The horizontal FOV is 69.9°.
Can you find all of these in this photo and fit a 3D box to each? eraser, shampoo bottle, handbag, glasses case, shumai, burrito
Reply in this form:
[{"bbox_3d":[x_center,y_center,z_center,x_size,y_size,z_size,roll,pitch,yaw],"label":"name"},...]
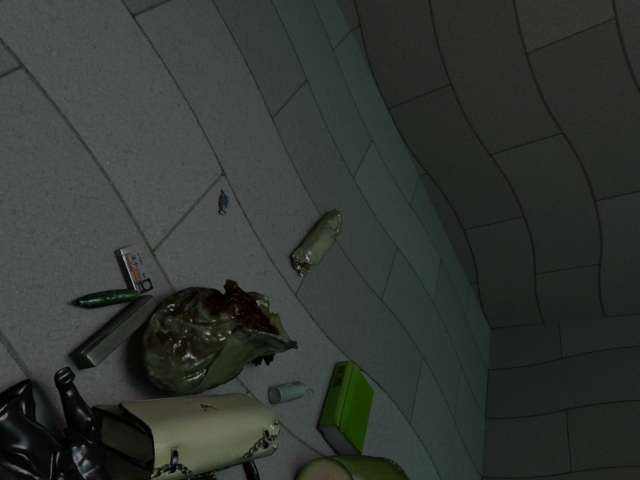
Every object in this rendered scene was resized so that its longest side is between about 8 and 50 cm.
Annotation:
[{"bbox_3d":[-0.453,0.073,1.116,0.052,0.029,0.122,-29,102,-57],"label":"eraser"},{"bbox_3d":[-0.087,0.490,1.495,0.195,0.056,0.056,13,68,-56],"label":"shampoo bottle"},{"bbox_3d":[-0.292,0.431,1.018,0.358,0.236,0.160,19,74,-53],"label":"handbag"},{"bbox_3d":[-0.456,0.200,1.028,0.047,0.070,0.205,60,36,-16],"label":"glasses case"},{"bbox_3d":[-0.227,0.250,1.102,0.330,0.288,0.292,-10,106,-63],"label":"shumai"},{"bbox_3d":[0.000,0.000,1.800,0.392,0.076,0.117,-51,127,-49],"label":"burrito"},{"bbox_3d":[0.099,0.622,1.699,0.210,0.092,0.274,57,36,-26],"label":"eraser"}]

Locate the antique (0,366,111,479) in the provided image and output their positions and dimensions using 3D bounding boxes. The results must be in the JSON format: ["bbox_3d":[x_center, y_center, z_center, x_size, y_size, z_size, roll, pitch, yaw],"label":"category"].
[{"bbox_3d":[-0.518,0.396,0.765,0.255,0.185,0.322,62,35,-8],"label":"antique"}]

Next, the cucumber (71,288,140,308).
[{"bbox_3d":[-0.486,0.131,1.037,0.155,0.037,0.037,-4,81,-50],"label":"cucumber"}]

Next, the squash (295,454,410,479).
[{"bbox_3d":[0.114,0.836,1.484,0.384,0.263,0.263,31,53,-48],"label":"squash"}]

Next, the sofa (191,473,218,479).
[{"bbox_3d":[-0.321,0.558,0.932,0.200,0.258,0.182,40,60,-41],"label":"sofa"}]

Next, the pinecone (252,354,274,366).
[{"bbox_3d":[-0.185,0.299,1.353,0.120,0.140,0.140,16,62,-23],"label":"pinecone"}]

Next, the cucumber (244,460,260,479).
[{"bbox_3d":[-0.185,0.679,1.290,0.033,0.036,0.184,-12,87,-65],"label":"cucumber"}]

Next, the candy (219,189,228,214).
[{"bbox_3d":[-0.301,-0.119,1.431,0.030,0.020,0.083,31,52,-49],"label":"candy"}]
